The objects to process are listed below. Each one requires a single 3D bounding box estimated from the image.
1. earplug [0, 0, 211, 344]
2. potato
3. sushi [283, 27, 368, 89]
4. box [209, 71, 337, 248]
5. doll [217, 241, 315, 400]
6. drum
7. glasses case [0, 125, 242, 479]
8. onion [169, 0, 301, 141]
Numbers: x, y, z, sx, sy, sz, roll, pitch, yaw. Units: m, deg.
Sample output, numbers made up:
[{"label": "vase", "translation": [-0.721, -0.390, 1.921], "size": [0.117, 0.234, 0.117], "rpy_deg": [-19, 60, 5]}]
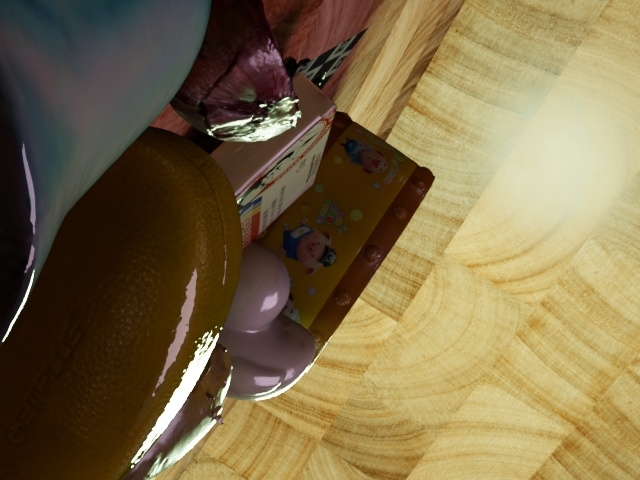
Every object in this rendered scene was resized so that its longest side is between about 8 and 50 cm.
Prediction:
[{"label": "earplug", "translation": [-0.131, -0.094, 0.457], "size": [0.185, 0.185, 0.324], "rpy_deg": [-60, -179, 30]}, {"label": "potato", "translation": [-0.219, 0.201, 1.184], "size": [0.296, 0.141, 0.191], "rpy_deg": [-32, 157, -26]}, {"label": "sushi", "translation": [-0.061, -0.170, 1.272], "size": [0.215, 0.050, 0.192], "rpy_deg": [-39, 173, -48]}, {"label": "box", "translation": [-0.091, -0.058, 1.313], "size": [0.214, 0.069, 0.353], "rpy_deg": [-44, 174, -11]}, {"label": "doll", "translation": [-0.107, 0.107, 1.604], "size": [0.221, 0.251, 0.221], "rpy_deg": [-45, -154, 29]}, {"label": "drum", "translation": [0.000, 0.000, 1.873], "size": [0.431, 0.214, 0.431], "rpy_deg": [-55, 178, -3]}, {"label": "glasses case", "translation": [-0.192, 0.091, 0.894], "size": [0.371, 0.173, 0.141], "rpy_deg": [-59, 174, 18]}, {"label": "onion", "translation": [-0.087, -0.149, 0.906], "size": [0.098, 0.151, 0.206], "rpy_deg": [-24, 158, -5]}]
